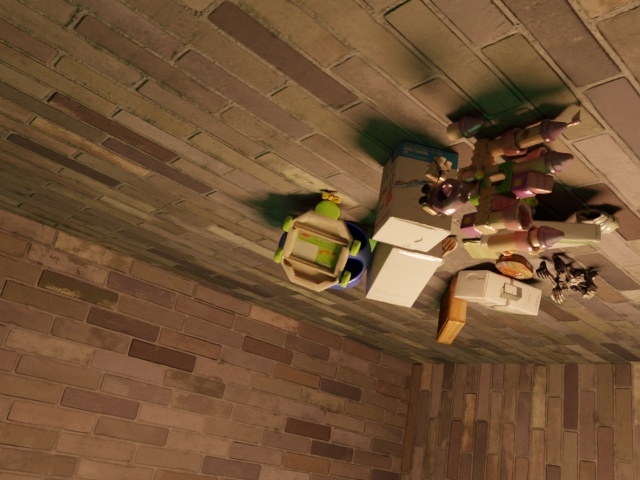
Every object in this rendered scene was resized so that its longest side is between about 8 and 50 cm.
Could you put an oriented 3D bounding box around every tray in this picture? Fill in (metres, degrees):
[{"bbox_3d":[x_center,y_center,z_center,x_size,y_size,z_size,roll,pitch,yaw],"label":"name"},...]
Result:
[{"bbox_3d":[0.585,0.318,2.492,0.076,0.202,0.411,8,159,9],"label":"tray"}]

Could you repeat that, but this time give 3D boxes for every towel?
[{"bbox_3d":[0.579,0.032,2.009,0.110,0.027,0.148,-2,156,32],"label":"towel"}]

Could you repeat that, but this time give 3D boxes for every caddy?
[{"bbox_3d":[0.018,0.048,2.034,0.341,0.241,0.179,6,163,11],"label":"caddy"}]

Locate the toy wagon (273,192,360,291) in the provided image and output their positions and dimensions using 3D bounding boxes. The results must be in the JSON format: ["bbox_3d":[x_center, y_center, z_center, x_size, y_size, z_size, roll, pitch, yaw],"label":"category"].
[{"bbox_3d":[0.000,0.000,1.888,0.267,0.344,0.068,20,-162,9],"label":"toy wagon"}]

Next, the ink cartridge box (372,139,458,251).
[{"bbox_3d":[0.254,-0.114,1.506,0.168,0.232,0.171,13,158,-7],"label":"ink cartridge box"}]

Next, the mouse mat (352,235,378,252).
[{"bbox_3d":[0.154,0.014,2.200,0.190,0.007,0.152,8,159,10],"label":"mouse mat"}]

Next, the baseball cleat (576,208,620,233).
[{"bbox_3d":[0.793,-0.045,1.676,0.109,0.072,0.206,31,154,-6],"label":"baseball cleat"}]

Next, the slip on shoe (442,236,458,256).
[{"bbox_3d":[0.467,0.021,2.021,0.041,0.051,0.135,-24,161,-23],"label":"slip on shoe"}]

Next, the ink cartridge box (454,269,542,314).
[{"bbox_3d":[0.708,0.210,2.237,0.273,0.114,0.198,18,169,-20],"label":"ink cartridge box"}]

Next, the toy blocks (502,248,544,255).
[{"bbox_3d":[0.682,0.024,1.900,0.123,0.054,0.148,4,168,-2],"label":"toy blocks"}]

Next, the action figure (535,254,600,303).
[{"bbox_3d":[0.905,0.157,2.020,0.276,0.141,0.164,25,143,-30],"label":"action figure"}]

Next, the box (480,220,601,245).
[{"bbox_3d":[0.642,-0.014,1.665,0.232,0.058,0.322,3,177,-2],"label":"box"}]

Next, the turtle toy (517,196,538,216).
[{"bbox_3d":[0.584,-0.093,1.616,0.095,0.066,0.130,4,138,1],"label":"turtle toy"}]

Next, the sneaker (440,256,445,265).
[{"bbox_3d":[0.356,0.066,2.135,0.235,0.090,0.095,9,168,7],"label":"sneaker"}]

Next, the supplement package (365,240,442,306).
[{"bbox_3d":[0.283,0.068,1.924,0.175,0.177,0.293,13,139,-7],"label":"supplement package"}]

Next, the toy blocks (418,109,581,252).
[{"bbox_3d":[0.442,-0.149,1.264,0.309,0.288,0.260,28,157,-31],"label":"toy blocks"}]

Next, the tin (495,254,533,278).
[{"bbox_3d":[0.731,0.099,2.095,0.106,0.040,0.190,-2,156,39],"label":"tin"}]

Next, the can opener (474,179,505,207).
[{"bbox_3d":[0.501,-0.136,1.587,0.073,0.059,0.186,39,146,0],"label":"can opener"}]
